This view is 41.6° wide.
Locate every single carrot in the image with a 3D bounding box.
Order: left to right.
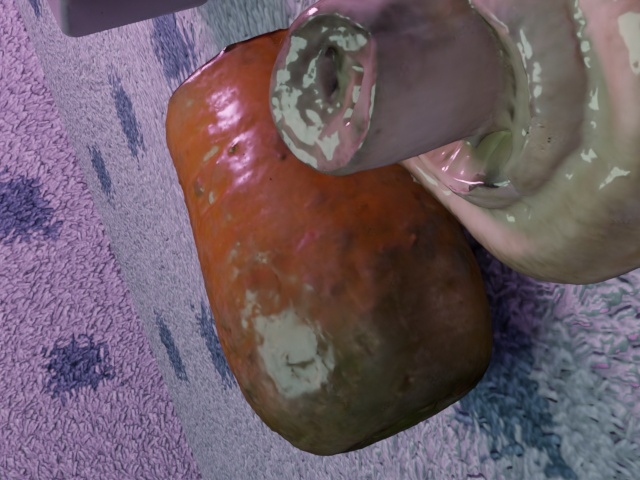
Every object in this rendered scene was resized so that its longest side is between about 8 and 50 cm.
[{"bbox_3d":[0.000,0.000,0.719,0.340,0.224,0.224,64,158,18],"label":"carrot"}]

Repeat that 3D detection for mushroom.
[{"bbox_3d":[0.086,-0.090,0.418,0.253,0.234,0.260,66,158,-4],"label":"mushroom"}]

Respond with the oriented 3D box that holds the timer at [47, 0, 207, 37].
[{"bbox_3d":[-0.236,-0.378,0.952,0.195,0.193,0.194,62,157,16],"label":"timer"}]
